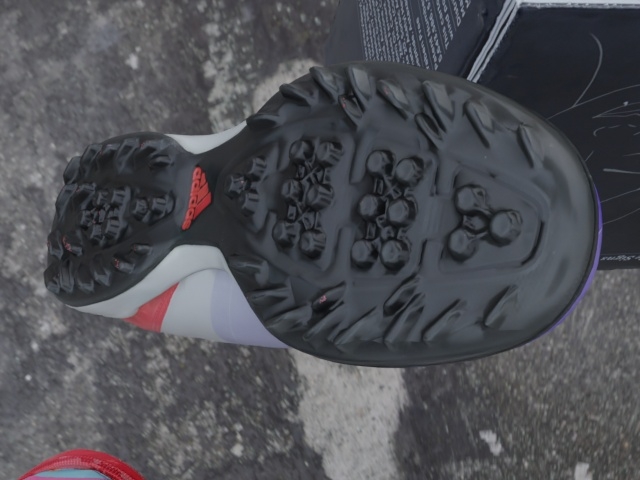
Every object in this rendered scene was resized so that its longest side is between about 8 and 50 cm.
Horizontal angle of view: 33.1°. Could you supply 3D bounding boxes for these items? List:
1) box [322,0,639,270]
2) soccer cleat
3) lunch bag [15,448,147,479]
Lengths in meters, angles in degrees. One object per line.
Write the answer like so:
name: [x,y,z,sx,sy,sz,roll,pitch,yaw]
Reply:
box: [0.286,-0.184,0.959,0.479,0.472,0.297,-2,65,-12]
soccer cleat: [0.000,0.000,0.453,0.318,0.116,0.109,-2,74,51]
lunch bag: [-0.179,0.265,0.633,0.293,0.120,0.258,-40,98,23]
